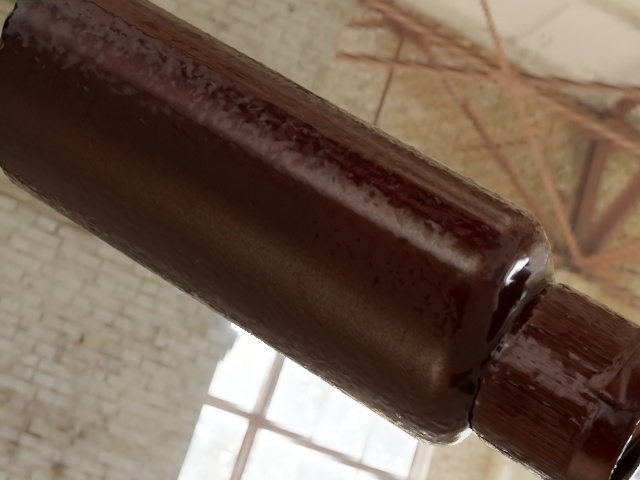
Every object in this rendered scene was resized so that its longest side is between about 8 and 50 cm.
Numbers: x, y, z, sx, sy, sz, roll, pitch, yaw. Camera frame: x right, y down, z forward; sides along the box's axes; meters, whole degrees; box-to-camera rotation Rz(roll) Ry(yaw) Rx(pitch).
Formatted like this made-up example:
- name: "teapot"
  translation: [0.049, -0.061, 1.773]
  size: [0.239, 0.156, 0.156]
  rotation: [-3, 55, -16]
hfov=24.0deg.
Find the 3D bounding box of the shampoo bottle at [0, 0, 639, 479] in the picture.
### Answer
- name: "shampoo bottle"
  translation: [0.000, 0.000, 0.523]
  size: [0.260, 0.064, 0.102]
  rotation: [31, -43, 22]
